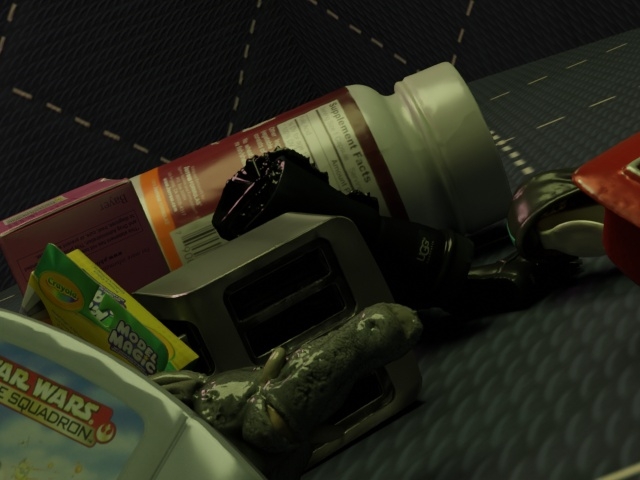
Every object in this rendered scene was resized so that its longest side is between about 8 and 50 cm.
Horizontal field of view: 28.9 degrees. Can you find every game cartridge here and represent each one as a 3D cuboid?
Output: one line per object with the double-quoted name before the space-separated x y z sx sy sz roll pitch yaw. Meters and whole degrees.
"game cartridge" -0.168 0.137 0.618 0.297 0.062 0.198 20 73 27

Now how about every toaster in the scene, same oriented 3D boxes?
"toaster" -0.026 0.078 0.956 0.186 0.168 0.110 -28 13 -22

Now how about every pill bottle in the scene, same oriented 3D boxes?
"pill bottle" -0.003 -0.038 1.383 0.392 0.224 0.224 -23 9 0

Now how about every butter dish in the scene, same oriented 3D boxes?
"butter dish" 0.266 0.002 0.863 0.160 0.118 0.160 35 44 30

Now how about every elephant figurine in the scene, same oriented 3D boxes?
"elephant figurine" -0.068 0.139 0.768 0.186 0.169 0.239 13 29 30

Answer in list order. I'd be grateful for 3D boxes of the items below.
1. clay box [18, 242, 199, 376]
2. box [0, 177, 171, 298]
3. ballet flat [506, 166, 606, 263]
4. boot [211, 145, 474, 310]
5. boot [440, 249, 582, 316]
"clay box" -0.171 0.108 0.915 0.053 0.127 0.222 -32 -24 -49
"box" -0.184 0.077 1.092 0.117 0.243 0.213 -25 10 -13
"ballet flat" 0.287 -0.025 1.022 0.280 0.095 0.096 -14 26 28
"boot" 0.000 0.000 1.134 0.094 0.207 0.246 -70 15 -15
"boot" 0.170 0.028 1.141 0.121 0.045 0.099 -5 20 47
